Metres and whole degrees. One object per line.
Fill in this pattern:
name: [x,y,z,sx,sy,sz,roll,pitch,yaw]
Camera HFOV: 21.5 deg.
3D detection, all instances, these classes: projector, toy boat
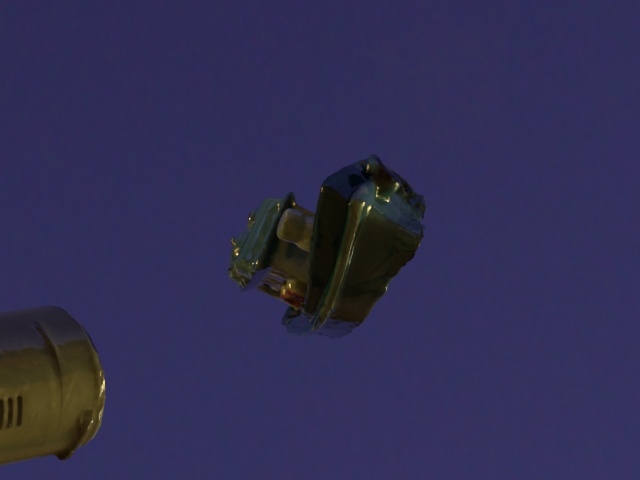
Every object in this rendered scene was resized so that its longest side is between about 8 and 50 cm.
projector: [-0.302,0.111,1.056,0.337,0.108,0.108,-7,-50,-42]
toy boat: [0.000,0.000,1.064,0.098,0.238,0.109,26,-105,-4]
